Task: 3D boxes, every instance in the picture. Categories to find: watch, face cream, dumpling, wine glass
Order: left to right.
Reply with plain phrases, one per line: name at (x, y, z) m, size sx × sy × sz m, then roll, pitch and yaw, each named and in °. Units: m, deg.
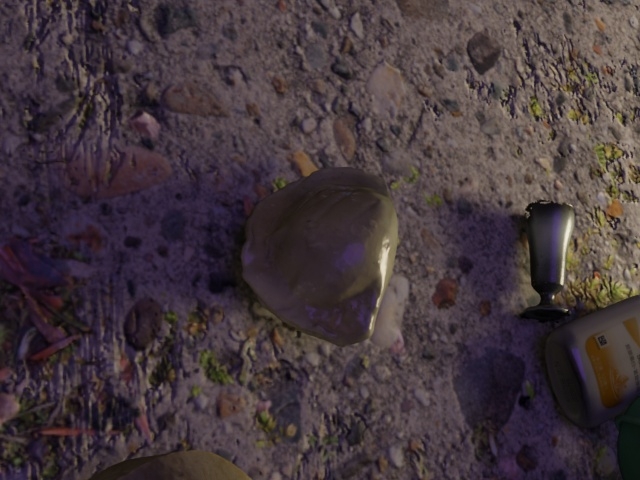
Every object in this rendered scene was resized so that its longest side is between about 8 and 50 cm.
dumpling at (0.000, 0.000, 1.164) m, size 0.179 × 0.131 × 0.252 m, roll 12°, pitch 58°, yaw 2°
wine glass at (0.307, 0.029, 1.335) m, size 0.072 × 0.072 × 0.156 m, roll 14°, pitch 70°, yaw -23°
face cream at (0.438, 0.150, 1.363) m, size 0.291 × 0.071 × 0.144 m, roll -15°, pitch 89°, yaw -30°
watch at (0.486, 0.287, 1.323) m, size 0.237 × 0.068 × 0.195 m, roll 47°, pitch 72°, yaw -24°

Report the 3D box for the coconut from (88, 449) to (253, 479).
coconut at (-0.142, 0.301, 0.935) m, size 0.202 × 0.222 × 0.202 m, roll 8°, pitch 74°, yaw -30°
